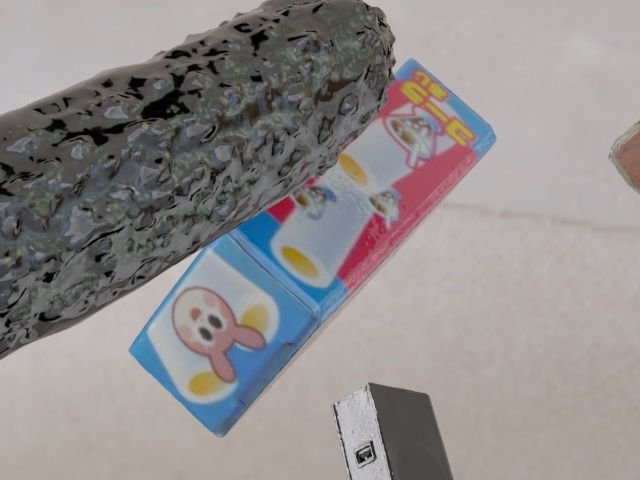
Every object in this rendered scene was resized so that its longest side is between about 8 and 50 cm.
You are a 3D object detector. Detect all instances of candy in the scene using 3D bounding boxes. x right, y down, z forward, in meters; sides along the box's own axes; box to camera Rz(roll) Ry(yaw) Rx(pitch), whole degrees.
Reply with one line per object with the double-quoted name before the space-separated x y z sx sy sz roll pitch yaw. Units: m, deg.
"candy" -0.001 -0.001 1.460 0.100 0.306 0.157 42 131 2

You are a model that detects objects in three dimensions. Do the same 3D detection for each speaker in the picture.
"speaker" 0.073 0.218 1.494 0.044 0.218 0.082 -32 149 33

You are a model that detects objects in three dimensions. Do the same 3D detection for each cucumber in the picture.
"cucumber" -0.064 -0.022 0.627 0.072 0.300 0.072 23 127 35

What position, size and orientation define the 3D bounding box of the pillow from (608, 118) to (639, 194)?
"pillow" 0.315 -0.082 1.323 0.232 0.043 0.126 -32 121 21
